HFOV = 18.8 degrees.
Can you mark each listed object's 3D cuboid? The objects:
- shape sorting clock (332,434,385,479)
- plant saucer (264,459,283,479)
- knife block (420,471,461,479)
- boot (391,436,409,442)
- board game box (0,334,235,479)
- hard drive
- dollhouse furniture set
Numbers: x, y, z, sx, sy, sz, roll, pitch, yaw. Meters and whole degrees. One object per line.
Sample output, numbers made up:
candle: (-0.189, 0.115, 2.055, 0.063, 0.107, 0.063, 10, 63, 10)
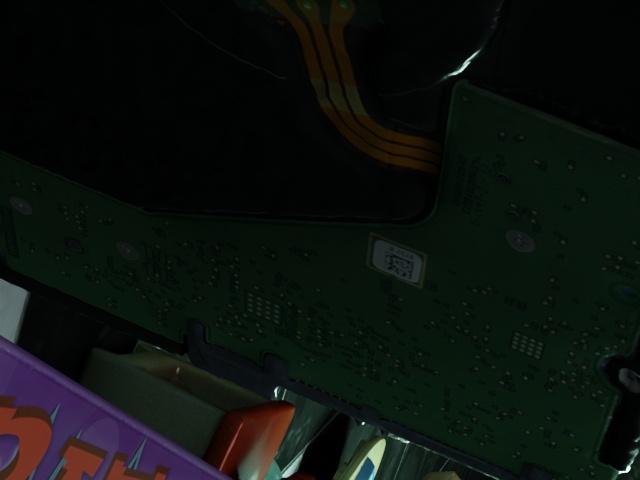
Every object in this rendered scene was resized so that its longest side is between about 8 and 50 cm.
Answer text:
shape sorting clock: (-0.005, 0.240, 1.481, 0.206, 0.040, 0.206, 24, 90, -81)
plant saucer: (-0.047, 0.159, 1.071, 0.119, 0.021, 0.119, 6, 83, -59)
knife block: (-0.032, 0.237, 0.846, 0.242, 0.088, 0.275, -30, -169, 21)
boot: (0.097, 0.048, 1.465, 0.263, 0.091, 0.229, -27, 137, -75)
board game box: (-0.098, 0.118, 0.363, 0.208, 0.056, 0.347, -70, 157, -12)
hard drive: (0.001, -0.064, 0.495, 0.339, 0.237, 0.064, 93, 23, -55)
dollhouse furniture set: (0.000, 0.000, 0.844, 0.262, 0.135, 0.259, 7, 105, -78)
